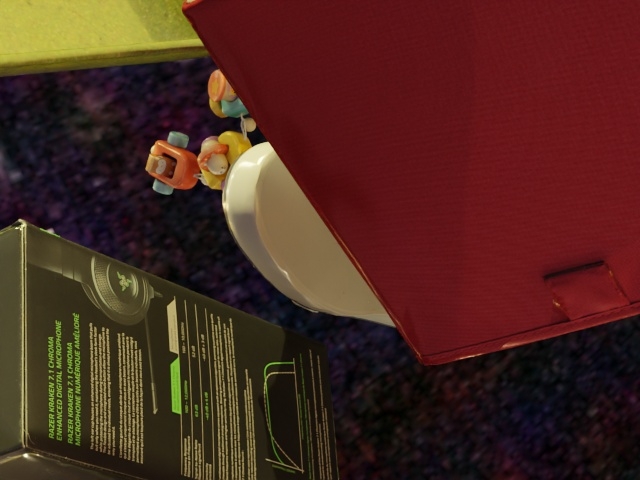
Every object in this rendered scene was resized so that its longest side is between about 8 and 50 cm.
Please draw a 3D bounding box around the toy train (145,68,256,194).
[{"bbox_3d":[-0.108,-0.107,1.396,0.125,0.046,0.166,35,111,39],"label":"toy train"}]

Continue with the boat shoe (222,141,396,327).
[{"bbox_3d":[0.000,0.000,0.986,0.088,0.267,0.096,4,83,30],"label":"boat shoe"}]

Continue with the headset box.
[{"bbox_3d":[-0.170,0.120,0.929,0.246,0.283,0.131,-23,59,32],"label":"headset box"}]

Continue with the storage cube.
[{"bbox_3d":[0.093,-0.092,0.646,0.215,0.183,0.193,-17,117,36],"label":"storage cube"}]

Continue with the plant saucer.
[{"bbox_3d":[-0.145,-0.136,0.664,0.045,0.188,0.188,-45,71,35],"label":"plant saucer"}]
